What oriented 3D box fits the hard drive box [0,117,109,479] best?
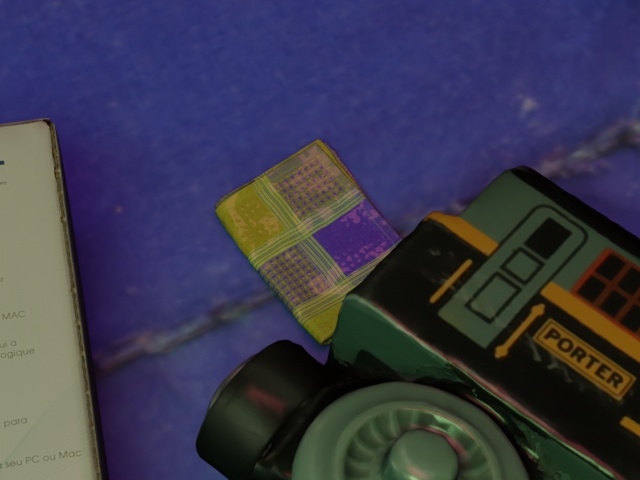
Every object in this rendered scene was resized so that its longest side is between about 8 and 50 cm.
[{"bbox_3d":[-0.166,0.085,0.580,0.181,0.089,0.232,-8,61,-6],"label":"hard drive box"}]

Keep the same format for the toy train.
[{"bbox_3d":[0.123,0.117,0.547,0.334,0.142,0.190,35,56,17],"label":"toy train"}]

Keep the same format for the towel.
[{"bbox_3d":[0.000,0.000,0.677,0.060,0.009,0.083,-29,65,-17],"label":"towel"}]
